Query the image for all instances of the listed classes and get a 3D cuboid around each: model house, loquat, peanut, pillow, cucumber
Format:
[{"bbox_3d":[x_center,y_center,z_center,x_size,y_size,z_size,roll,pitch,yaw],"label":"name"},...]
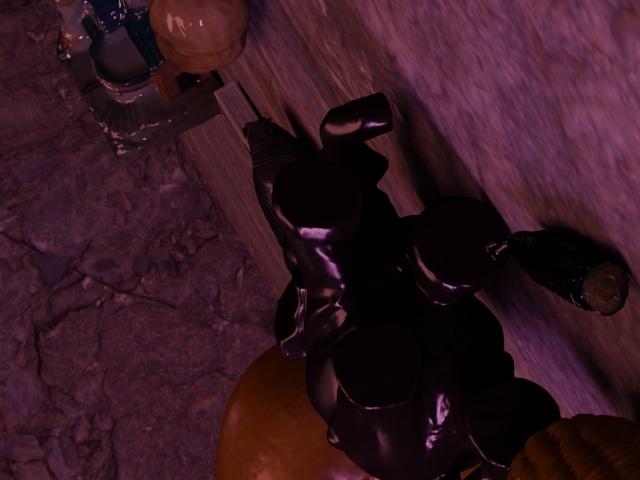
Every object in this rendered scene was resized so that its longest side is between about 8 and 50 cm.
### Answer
[{"bbox_3d":[-0.291,-0.317,2.114,0.267,0.194,0.325,57,170,20],"label":"model house"},{"bbox_3d":[0.042,0.237,1.564,0.328,0.328,0.359,62,-168,-21],"label":"loquat"},{"bbox_3d":[-0.139,-0.251,1.577,0.125,0.111,0.274,64,173,0],"label":"peanut"},{"bbox_3d":[0.000,0.000,1.732,0.335,0.093,0.161,62,177,-11],"label":"pillow"},{"bbox_3d":[0.151,0.015,0.923,0.039,0.043,0.163,53,178,-15],"label":"cucumber"}]

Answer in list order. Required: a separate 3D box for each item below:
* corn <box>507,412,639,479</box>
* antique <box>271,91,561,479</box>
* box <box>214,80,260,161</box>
[{"bbox_3d":[0.205,0.188,0.850,0.144,0.144,0.387,61,172,-11],"label":"corn"},{"bbox_3d":[0.059,0.064,1.163,0.255,0.185,0.322,95,157,-77],"label":"antique"},{"bbox_3d":[-0.091,-0.141,2.006,0.154,0.040,0.084,58,172,18],"label":"box"}]
